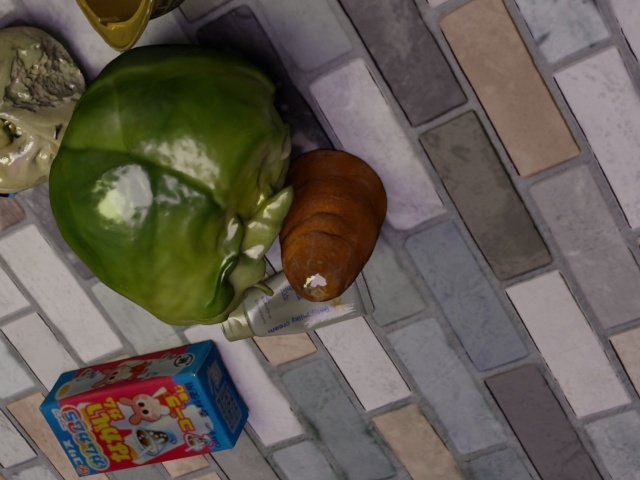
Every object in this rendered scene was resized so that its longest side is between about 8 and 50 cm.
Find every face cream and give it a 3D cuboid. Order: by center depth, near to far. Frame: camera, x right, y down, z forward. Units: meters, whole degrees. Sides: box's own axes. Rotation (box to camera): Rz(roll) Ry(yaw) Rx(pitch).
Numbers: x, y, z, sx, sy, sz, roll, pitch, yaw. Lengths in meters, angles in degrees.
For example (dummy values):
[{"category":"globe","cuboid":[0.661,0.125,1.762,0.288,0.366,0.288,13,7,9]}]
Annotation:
[{"category":"face cream","cuboid":[-0.040,0.091,1.577,0.224,0.070,0.114,-15,115,11]}]

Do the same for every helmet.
[{"category":"helmet","cuboid":[-0.213,-0.361,1.294,0.257,0.140,0.205,60,139,19]}]

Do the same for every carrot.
[{"category":"carrot","cuboid":[0.000,0.000,1.421,0.159,0.225,0.159,6,125,8]}]

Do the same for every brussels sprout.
[{"category":"brussels sprout","cuboid":[-0.196,-0.075,1.399,0.314,0.276,0.371,-2,116,-4]}]

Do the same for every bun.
[{"category":"bun","cuboid":[-0.417,-0.174,1.437,0.210,0.116,0.237,15,100,-21]}]

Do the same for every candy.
[{"category":"candy","cuboid":[-0.289,0.279,1.716,0.306,0.100,0.157,-13,115,21]}]

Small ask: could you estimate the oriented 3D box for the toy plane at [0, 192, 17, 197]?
[{"category":"toy plane","cuboid":[-0.547,-0.158,1.529,0.271,0.105,0.254,37,121,-9]}]
